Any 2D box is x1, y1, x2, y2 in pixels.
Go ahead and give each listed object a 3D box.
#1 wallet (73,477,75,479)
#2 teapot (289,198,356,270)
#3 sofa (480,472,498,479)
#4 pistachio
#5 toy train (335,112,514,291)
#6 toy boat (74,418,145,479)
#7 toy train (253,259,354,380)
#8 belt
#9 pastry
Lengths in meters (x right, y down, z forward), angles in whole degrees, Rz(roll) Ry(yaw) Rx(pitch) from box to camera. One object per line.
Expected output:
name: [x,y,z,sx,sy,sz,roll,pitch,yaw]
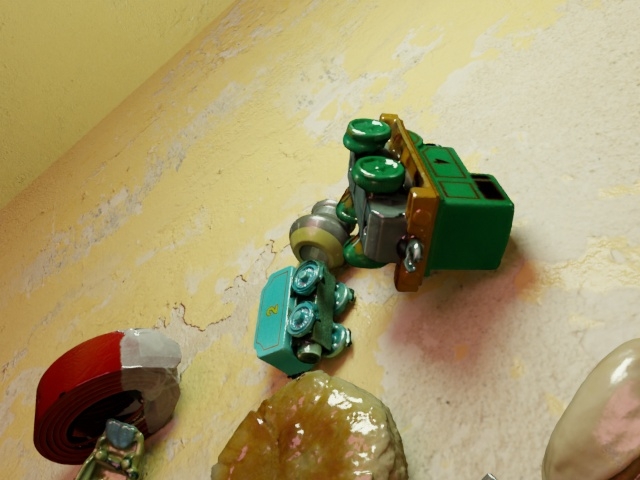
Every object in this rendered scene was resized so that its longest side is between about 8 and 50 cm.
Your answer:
wallet: [-0.499,0.545,1.141,0.110,0.039,0.155,-43,25,60]
teapot: [0.000,0.000,1.149,0.166,0.130,0.119,-50,9,48]
sofa: [0.189,0.364,0.701,0.147,0.060,0.085,-47,40,-3]
pistachio: [0.342,0.208,0.659,0.223,0.126,0.152,-54,6,-4]
toy train: [0.162,-0.078,0.986,0.249,0.178,0.429,2,31,-5]
toy boat: [-0.406,0.477,1.082,0.111,0.084,0.276,16,69,7]
toy train: [-0.035,0.136,1.057,0.163,0.112,0.203,-24,41,32]
belt: [-0.414,0.303,1.151,0.324,0.227,0.115,-39,42,10]
pastry: [-0.015,0.350,0.831,0.329,0.136,0.330,-23,43,23]
